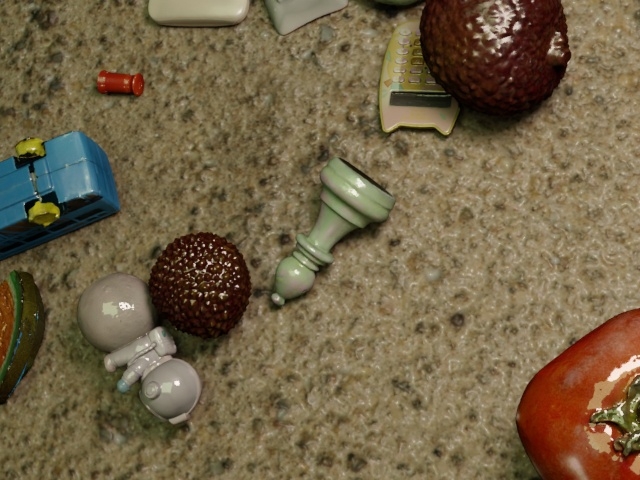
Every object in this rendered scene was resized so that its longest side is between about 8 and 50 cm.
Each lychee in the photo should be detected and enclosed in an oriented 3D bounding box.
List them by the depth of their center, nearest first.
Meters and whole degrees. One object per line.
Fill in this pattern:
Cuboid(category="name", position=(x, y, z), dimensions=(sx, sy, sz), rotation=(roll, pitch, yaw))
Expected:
Cuboid(category="lychee", position=(0.290, -0.333, 1.680), dimensions=(0.260, 0.260, 0.261), rotation=(-4, 74, 14))
Cuboid(category="lychee", position=(-0.201, 0.070, 1.733), dimensions=(0.188, 0.188, 0.188), rotation=(-4, 74, 14))

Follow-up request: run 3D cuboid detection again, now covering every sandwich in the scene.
Cuboid(category="sandwich", position=(-0.579, 0.185, 1.867), dimensions=(0.159, 0.079, 0.235), rotation=(-17, 68, 21))

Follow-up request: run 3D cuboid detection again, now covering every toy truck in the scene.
Cuboid(category="toy truck", position=(-0.570, -0.060, 1.880), dimensions=(0.385, 0.162, 0.161), rotation=(-22, 71, 10))

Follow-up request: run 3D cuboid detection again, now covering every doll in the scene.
Cuboid(category="doll", position=(-0.302, 0.190, 1.756), dimensions=(0.151, 0.151, 0.287), rotation=(-39, 73, 2))

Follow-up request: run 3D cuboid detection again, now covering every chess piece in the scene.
Cuboid(category="chess piece", position=(0.000, 0.000, 1.746), dimensions=(0.139, 0.139, 0.272), rotation=(40, 100, 21))

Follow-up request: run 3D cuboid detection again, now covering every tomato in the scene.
Cuboid(category="tomato", position=(0.450, 0.256, 1.454), dimensions=(0.325, 0.290, 0.293), rotation=(-45, 71, -2))

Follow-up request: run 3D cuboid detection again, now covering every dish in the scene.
Cuboid(category="dish", position=(-0.054, -0.512, 1.911), dimensions=(0.151, 0.077, 0.212), rotation=(-23, 71, 8))

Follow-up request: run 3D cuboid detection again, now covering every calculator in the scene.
Cuboid(category="calculator", position=(0.187, -0.294, 1.813), dimensions=(0.157, 0.033, 0.237), rotation=(5, 74, 17))

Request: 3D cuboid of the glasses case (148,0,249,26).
Cuboid(category="glasses case", position=(-0.234, -0.452, 1.956), dimensions=(0.204, 0.051, 0.081), rotation=(5, 78, 16))

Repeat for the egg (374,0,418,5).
Cuboid(category="egg", position=(0.140, -0.491, 1.825), dimensions=(0.181, 0.141, 0.141), rotation=(-15, 72, 20))

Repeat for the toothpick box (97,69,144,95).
Cuboid(category="toothpick box", position=(-0.382, -0.302, 1.958), dimensions=(0.083, 0.047, 0.047), rotation=(7, 77, 16))
